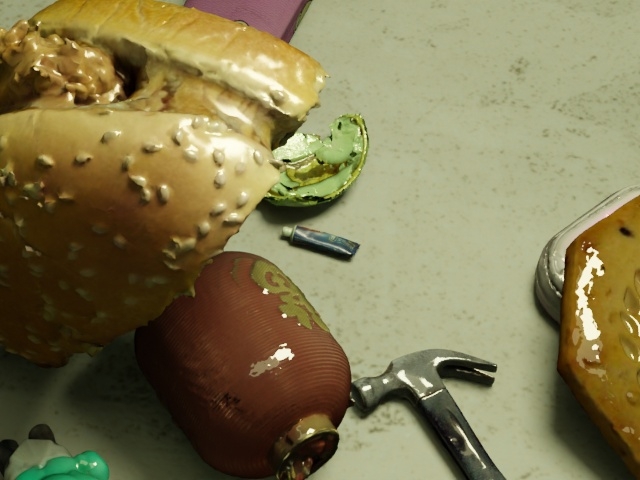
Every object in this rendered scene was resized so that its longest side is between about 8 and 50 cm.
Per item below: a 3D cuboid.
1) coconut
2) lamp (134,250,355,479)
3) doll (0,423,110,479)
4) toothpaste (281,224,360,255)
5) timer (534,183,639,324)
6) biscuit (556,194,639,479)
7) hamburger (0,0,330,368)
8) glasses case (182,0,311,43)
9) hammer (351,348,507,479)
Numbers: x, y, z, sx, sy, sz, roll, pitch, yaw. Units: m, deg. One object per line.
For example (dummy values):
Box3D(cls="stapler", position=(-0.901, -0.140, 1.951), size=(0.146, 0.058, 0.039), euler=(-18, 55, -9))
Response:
Box3D(cls="coconut", position=(-0.025, -0.080, 1.855), size=(0.158, 0.055, 0.133), euler=(-1, 53, -4))
Box3D(cls="lamp", position=(-0.066, 0.118, 1.622), size=(0.180, 0.180, 0.258), euler=(-25, 57, -23))
Box3D(cls="doll", position=(-0.200, 0.266, 1.521), size=(0.195, 0.153, 0.258), euler=(-12, 34, 8))
Box3D(cls="toothpaste", position=(0.000, 0.000, 1.817), size=(0.083, 0.019, 0.027), euler=(15, 27, 5))
Box3D(cls="timer", position=(0.339, 0.038, 1.789), size=(0.208, 0.069, 0.191), euler=(-33, 64, -29))
Box3D(cls="biscuit", position=(0.396, 0.099, 1.696), size=(0.359, 0.046, 0.359), euler=(7, 64, -15))
Box3D(cls="hamburger", position=(-0.229, -0.068, 1.565), size=(0.287, 0.445, 0.268), euler=(38, 57, -15))
Box3D(cls="glasses case", position=(-0.084, -0.271, 1.990), size=(0.123, 0.076, 0.316), euler=(18, 52, 9))
Box3D(cls="hammer", position=(0.158, 0.219, 1.644), size=(0.137, 0.037, 0.290), euler=(-23, 56, -20))
